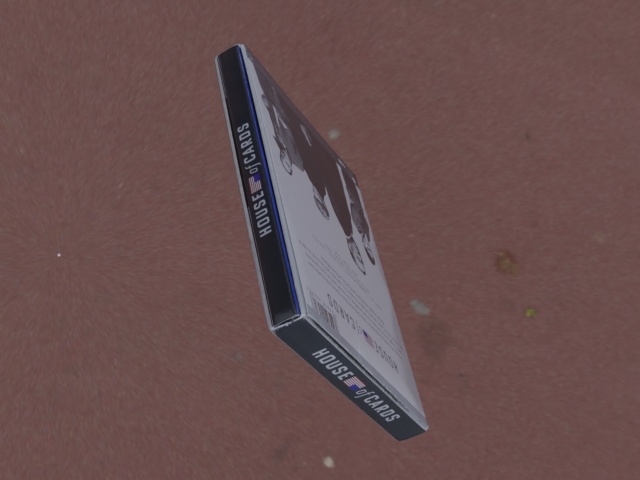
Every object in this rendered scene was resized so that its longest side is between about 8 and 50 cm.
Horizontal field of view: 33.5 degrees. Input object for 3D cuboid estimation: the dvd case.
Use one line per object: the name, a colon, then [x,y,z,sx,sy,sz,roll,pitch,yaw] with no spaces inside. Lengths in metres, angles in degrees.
dvd case: [0.000,0.000,0.726,0.029,0.239,0.179,-26,139,15]
